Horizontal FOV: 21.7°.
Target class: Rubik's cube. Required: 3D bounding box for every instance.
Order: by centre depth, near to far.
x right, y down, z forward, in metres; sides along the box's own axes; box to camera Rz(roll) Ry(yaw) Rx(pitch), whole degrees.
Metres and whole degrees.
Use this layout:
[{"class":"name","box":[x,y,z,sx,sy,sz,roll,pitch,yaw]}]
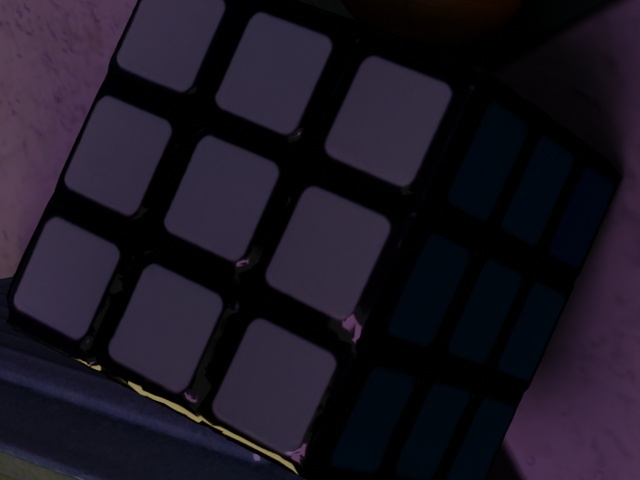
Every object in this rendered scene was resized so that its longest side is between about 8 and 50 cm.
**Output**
[{"class":"Rubik's cube","box":[0.000,0.000,0.677,0.163,0.160,0.162,22,90,30]}]

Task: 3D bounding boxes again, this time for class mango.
[{"class":"mango","box":[0.045,-0.110,0.705,0.089,0.046,0.060,17,119,28]}]

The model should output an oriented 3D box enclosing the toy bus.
[{"class":"toy bus","box":[-0.099,0.143,0.869,0.312,0.152,0.190,13,117,36]}]
